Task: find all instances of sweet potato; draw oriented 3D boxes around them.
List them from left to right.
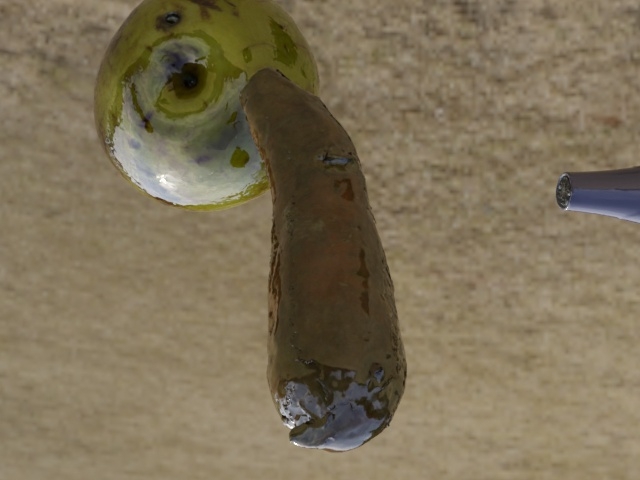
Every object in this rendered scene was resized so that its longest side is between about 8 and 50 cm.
[{"bbox_3d":[0.000,0.000,0.745,0.075,0.273,0.075,-5,138,-4],"label":"sweet potato"}]

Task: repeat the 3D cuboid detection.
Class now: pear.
[{"bbox_3d":[-0.135,-0.166,1.578,0.284,0.283,0.283,2,155,1],"label":"pear"}]

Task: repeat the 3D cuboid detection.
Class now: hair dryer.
[{"bbox_3d":[0.524,-0.191,2.184,0.301,0.361,0.121,3,171,-14],"label":"hair dryer"}]
